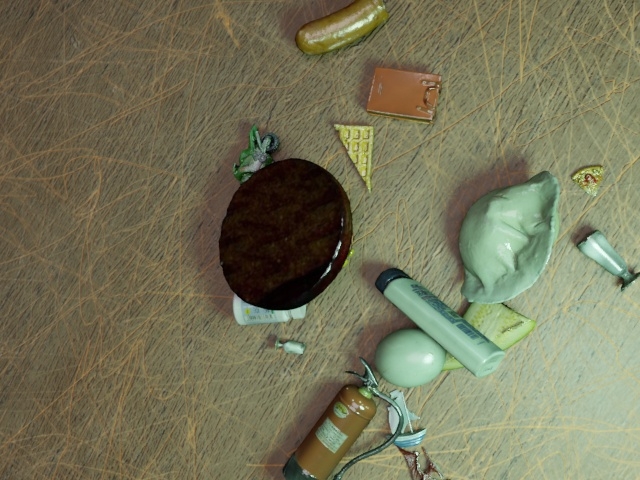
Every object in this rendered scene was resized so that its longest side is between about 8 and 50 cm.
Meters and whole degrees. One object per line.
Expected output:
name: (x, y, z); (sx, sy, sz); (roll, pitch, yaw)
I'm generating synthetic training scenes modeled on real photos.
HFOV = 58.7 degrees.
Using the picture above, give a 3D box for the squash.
squash: (0.419, 0.278, 1.451); (0.252, 0.093, 0.169); (-58, 39, 2)

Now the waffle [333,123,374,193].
waffle: (0.088, -0.227, 1.589); (0.125, 0.032, 0.191); (5, 86, 10)

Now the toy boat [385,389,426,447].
toy boat: (0.211, 0.485, 1.516); (0.105, 0.034, 0.149); (-37, 80, 6)

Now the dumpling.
dumpling: (0.490, -0.010, 1.416); (0.269, 0.211, 0.321); (8, 103, 48)

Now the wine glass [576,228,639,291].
wine glass: (0.722, 0.049, 1.423); (0.072, 0.072, 0.155); (-44, 79, 6)

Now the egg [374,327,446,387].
egg: (0.229, 0.300, 1.460); (0.192, 0.149, 0.150); (-16, 83, 32)

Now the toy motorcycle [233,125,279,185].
toy motorcycle: (-0.192, -0.228, 1.633); (0.106, 0.074, 0.190); (25, 92, 21)

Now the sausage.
sausage: (0.058, -0.598, 1.588); (0.270, 0.109, 0.109); (-23, 82, 9)

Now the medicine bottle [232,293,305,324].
medicine bottle: (-0.141, 0.177, 1.574); (0.186, 0.103, 0.103); (-6, 85, 12)

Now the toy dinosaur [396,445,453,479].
toy dinosaur: (0.277, 0.620, 1.496); (0.220, 0.032, 0.108); (38, 97, 14)

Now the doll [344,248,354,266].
doll: (-0.004, 0.008, 1.565); (0.145, 0.096, 0.188); (-37, 84, 16)

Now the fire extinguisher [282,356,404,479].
fire extinguisher: (0.074, 0.511, 1.516); (0.200, 0.113, 0.376); (33, 95, -16)

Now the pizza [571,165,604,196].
pizza: (0.698, -0.153, 1.462); (0.083, 0.025, 0.078); (-21, 80, 9)

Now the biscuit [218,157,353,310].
biscuit: (-0.093, -0.014, 1.497); (0.407, 0.091, 0.408); (-8, 74, 30)

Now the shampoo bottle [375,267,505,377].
shampoo bottle: (0.295, 0.195, 1.428); (0.359, 0.134, 0.078); (41, 116, 37)

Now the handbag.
handbag: (0.232, -0.397, 1.558); (0.190, 0.063, 0.127); (13, 89, 15)

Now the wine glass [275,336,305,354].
wine glass: (-0.083, 0.294, 1.589); (0.083, 0.042, 0.039); (7, 126, 9)
